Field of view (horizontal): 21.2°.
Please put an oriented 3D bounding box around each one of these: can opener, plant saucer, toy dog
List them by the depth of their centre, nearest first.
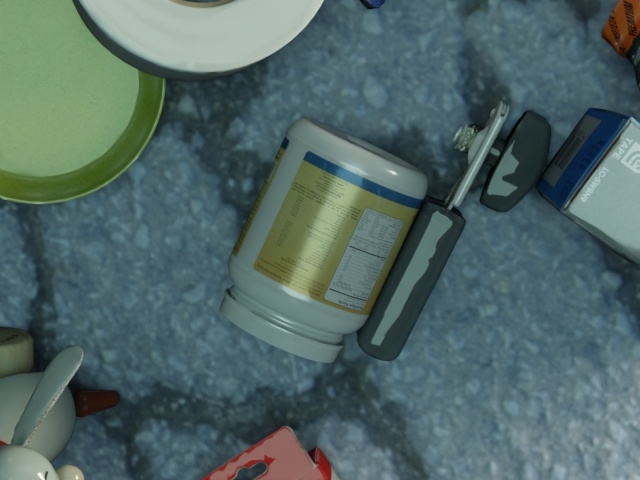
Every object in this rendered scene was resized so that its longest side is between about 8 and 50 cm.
[{"bbox_3d":[-0.252,0.188,1.585,0.161,0.333,0.220,-7,122,-14],"label":"toy dog"},{"bbox_3d":[0.125,-0.007,1.641,0.093,0.074,0.280,30,97,-3],"label":"can opener"},{"bbox_3d":[-0.270,-0.156,1.641,0.241,0.037,0.241,0,93,-7],"label":"plant saucer"}]

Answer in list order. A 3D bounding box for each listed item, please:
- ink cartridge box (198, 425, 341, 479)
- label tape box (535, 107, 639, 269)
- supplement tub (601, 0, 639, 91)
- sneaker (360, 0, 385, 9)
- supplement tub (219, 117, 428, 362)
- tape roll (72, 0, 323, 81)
[{"bbox_3d":[-0.020,0.300,1.682,0.134,0.078,0.231,-33,95,5],"label":"ink cartridge box"},{"bbox_3d":[0.368,0.016,1.552,0.334,0.240,0.106,35,97,-2],"label":"label tape box"},{"bbox_3d":[0.433,-0.141,1.531,0.338,0.207,0.207,41,97,9],"label":"supplement tub"},{"bbox_3d":[0.069,-0.326,1.604,0.087,0.083,0.221,7,101,-7],"label":"sneaker"},{"bbox_3d":[0.000,0.000,1.611,0.144,0.144,0.199,25,98,-1],"label":"supplement tub"},{"bbox_3d":[-0.114,-0.269,1.552,0.246,0.169,0.246,0,92,-8],"label":"tape roll"}]
